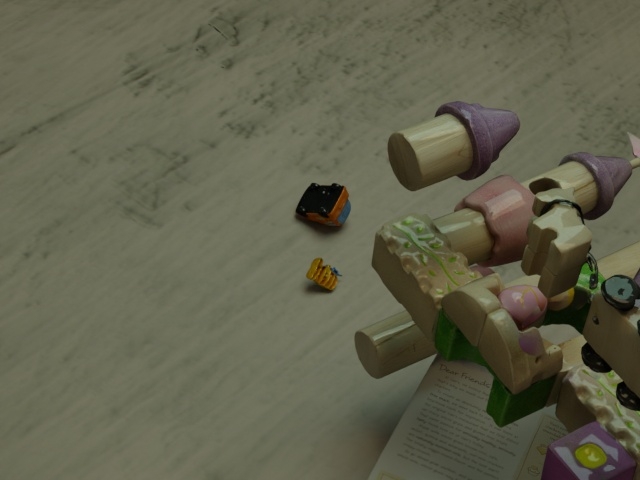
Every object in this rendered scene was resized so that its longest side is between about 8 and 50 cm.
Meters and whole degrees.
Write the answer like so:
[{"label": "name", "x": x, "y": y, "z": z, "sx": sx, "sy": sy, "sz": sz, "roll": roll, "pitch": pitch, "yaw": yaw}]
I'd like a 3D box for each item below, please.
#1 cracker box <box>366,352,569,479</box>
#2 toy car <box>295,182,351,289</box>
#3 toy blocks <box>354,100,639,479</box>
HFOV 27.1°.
[{"label": "cracker box", "x": 0.127, "y": 0.186, "z": 1.023, "sx": 0.156, "sy": 0.067, "sz": 0.232, "roll": 23, "pitch": 44, "yaw": 13}, {"label": "toy car", "x": 0.000, "y": 0.000, "z": 1.239, "sx": 0.040, "sy": 0.060, "sz": 0.122, "roll": 39, "pitch": 51, "yaw": -34}, {"label": "toy blocks", "x": 0.211, "y": 0.035, "z": 0.923, "sx": 0.260, "sy": 0.309, "sz": 0.288, "roll": -21, "pitch": 52, "yaw": -22}]
